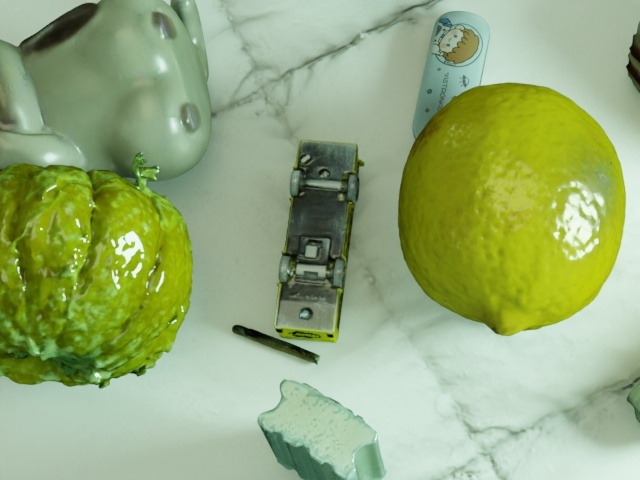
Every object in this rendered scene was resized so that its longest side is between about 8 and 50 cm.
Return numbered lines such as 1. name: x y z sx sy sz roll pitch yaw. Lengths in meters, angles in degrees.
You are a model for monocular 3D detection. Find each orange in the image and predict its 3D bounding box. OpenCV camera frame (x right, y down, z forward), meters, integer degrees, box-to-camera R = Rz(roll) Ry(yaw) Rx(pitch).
1. orange: -0.284 0.042 1.671 0.301 0.300 0.223 3 64 -3

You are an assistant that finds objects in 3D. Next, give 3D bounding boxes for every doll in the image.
1. doll: -0.288 -0.148 1.795 0.370 0.226 0.215 -19 103 -7

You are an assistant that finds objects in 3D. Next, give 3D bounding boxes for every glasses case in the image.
1. glasses case: 0.153 -0.185 1.857 0.067 0.045 0.178 10 70 8

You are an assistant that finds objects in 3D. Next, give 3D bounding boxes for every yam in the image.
1. yam: -0.049 0.115 1.777 0.107 0.014 0.014 20 72 13

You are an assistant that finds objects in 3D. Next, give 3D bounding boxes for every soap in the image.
1. soap: 0.005 0.212 1.637 0.115 0.198 0.063 31 76 13

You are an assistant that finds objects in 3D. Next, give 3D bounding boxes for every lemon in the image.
1. lemon: 0.201 -0.035 1.690 0.267 0.267 0.267 -2 69 4

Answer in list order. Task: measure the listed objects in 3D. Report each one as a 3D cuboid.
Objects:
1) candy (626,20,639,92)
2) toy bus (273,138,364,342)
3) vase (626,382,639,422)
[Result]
1. candy: 0.511 -0.240 1.802 0.321 0.135 0.179 -38 70 -11
2. toy bus: 0.000 0.000 1.785 0.081 0.074 0.226 3 70 7
3. vase: 0.442 0.131 1.676 0.248 0.128 0.128 -30 69 2
